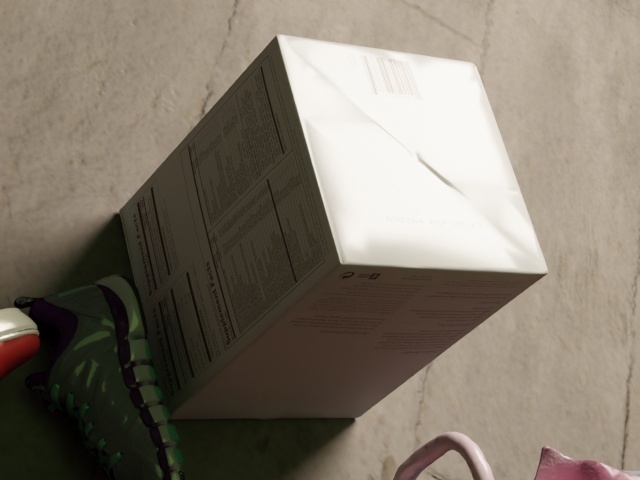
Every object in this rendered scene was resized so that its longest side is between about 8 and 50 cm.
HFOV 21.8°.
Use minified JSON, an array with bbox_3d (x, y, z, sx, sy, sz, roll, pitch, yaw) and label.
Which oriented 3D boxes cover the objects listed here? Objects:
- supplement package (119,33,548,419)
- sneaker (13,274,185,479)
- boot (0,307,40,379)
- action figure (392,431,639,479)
[{"bbox_3d":[0.000,0.000,1.314,0.199,0.262,0.198,4,59,-36],"label":"supplement package"},{"bbox_3d":[-0.167,0.135,1.247,0.098,0.083,0.224,-9,61,-18],"label":"sneaker"},{"bbox_3d":[-0.263,0.162,1.137,0.244,0.088,0.176,-32,83,-37],"label":"boot"},{"bbox_3d":[0.185,0.327,1.245,0.275,0.248,0.370,26,51,-10],"label":"action figure"}]
